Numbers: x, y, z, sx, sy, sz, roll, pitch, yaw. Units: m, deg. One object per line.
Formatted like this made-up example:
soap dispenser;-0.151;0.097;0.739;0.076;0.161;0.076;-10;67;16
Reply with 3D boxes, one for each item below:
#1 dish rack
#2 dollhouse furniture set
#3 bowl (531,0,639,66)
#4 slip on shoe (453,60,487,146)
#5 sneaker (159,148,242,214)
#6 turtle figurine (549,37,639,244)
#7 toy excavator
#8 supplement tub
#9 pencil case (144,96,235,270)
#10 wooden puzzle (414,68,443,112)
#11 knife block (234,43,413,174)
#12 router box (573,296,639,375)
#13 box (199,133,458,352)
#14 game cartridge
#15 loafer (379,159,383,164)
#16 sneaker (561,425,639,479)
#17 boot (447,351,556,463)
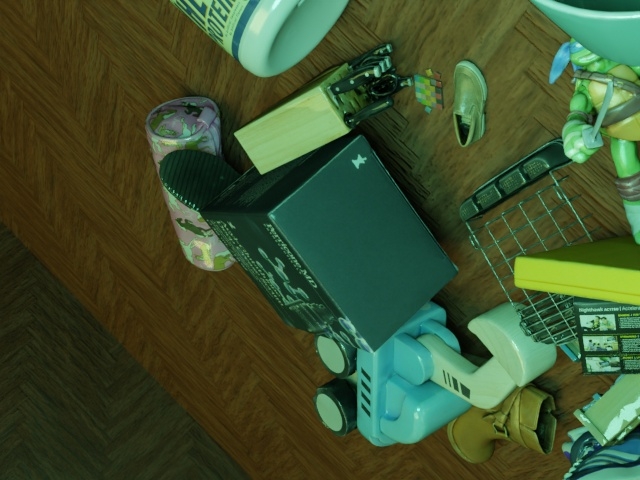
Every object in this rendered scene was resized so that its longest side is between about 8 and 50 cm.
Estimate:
dish rack;0.333;0.013;1.343;0.208;0.074;0.272;-36;81;49
dollhouse furniture set;0.441;0.209;1.442;0.184;0.129;0.129;50;-165;28
bowl;0.338;-0.294;0.903;0.311;0.312;0.163;24;165;36
slip on shoe;0.217;-0.202;1.368;0.051;0.041;0.135;26;143;33
sneaker;-0.181;-0.076;1.843;0.330;0.123;0.146;24;164;-20
turtle figurine;0.395;-0.128;1.077;0.274;0.198;0.266;-1;128;57
toy excavator;0.209;0.234;1.637;0.445;0.222;0.433;31;134;41
supplement tub;-0.130;-0.429;1.363;0.325;0.235;0.235;42;149;10
pencil case;-0.256;-0.119;1.957;0.160;0.167;0.386;-114;9;-49
wooden puzzle;0.169;-0.232;1.430;0.049;0.006;0.083;25;142;35
knife block;0.005;-0.205;1.453;0.088;0.275;0.242;56;178;-13
router box;0.439;0.119;1.238;0.178;0.046;0.133;-4;124;20
box;0.000;0.000;1.617;0.294;0.212;0.395;53;162;-16
game cartridge;0.442;0.037;1.099;0.285;0.323;0.053;7;102;49
loafer;0.052;-0.126;1.657;0.148;0.050;0.056;2;127;51
sneaker;0.441;0.396;1.495;0.236;0.322;0.130;2;108;68
boot;0.360;0.356;1.766;0.220;0.109;0.284;21;128;44
